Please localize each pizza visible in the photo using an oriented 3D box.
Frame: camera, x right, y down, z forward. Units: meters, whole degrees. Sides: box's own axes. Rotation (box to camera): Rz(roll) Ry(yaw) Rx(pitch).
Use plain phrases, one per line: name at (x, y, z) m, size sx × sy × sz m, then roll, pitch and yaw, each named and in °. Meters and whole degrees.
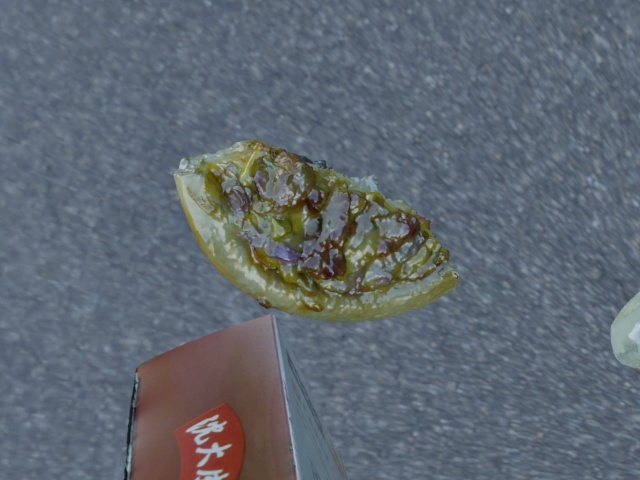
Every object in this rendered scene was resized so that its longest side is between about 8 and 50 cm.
pizza at (0.002, 0.000, 0.930) m, size 0.127 × 0.246 × 0.058 m, roll -59°, pitch 32°, yaw -4°

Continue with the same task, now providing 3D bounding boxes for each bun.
bun at (0.408, 0.085, 1.412) m, size 0.183 × 0.183 × 0.102 m, roll -9°, pitch 78°, yaw 23°

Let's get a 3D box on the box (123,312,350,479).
box at (-0.004, 0.299, 0.894) m, size 0.122 × 0.344 × 0.385 m, roll -21°, pitch 113°, yaw 3°
